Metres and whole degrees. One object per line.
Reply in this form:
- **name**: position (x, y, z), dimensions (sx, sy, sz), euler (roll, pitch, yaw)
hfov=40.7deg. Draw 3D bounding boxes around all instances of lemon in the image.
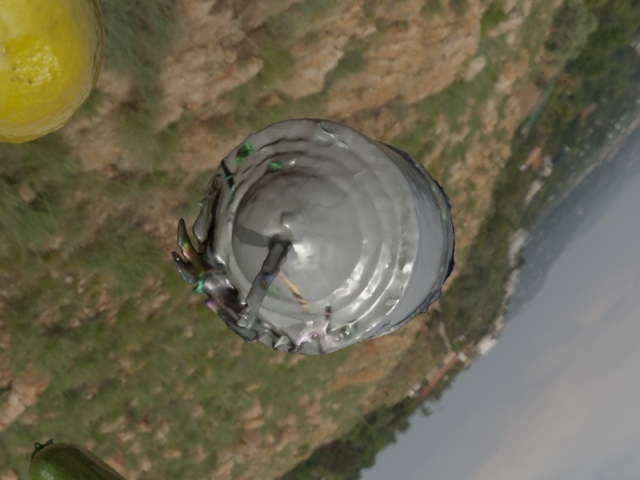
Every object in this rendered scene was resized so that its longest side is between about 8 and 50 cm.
- **lemon**: position (-0.431, -0.277, 1.156), dimensions (0.297, 0.297, 0.297), euler (-43, 168, -12)

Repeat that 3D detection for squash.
- **squash**: position (-0.302, 0.364, 1.168), dimensions (0.107, 0.395, 0.107), euler (-14, 113, -35)

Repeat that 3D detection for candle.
- **candle**: position (0.000, 0.000, 0.685), dimensions (0.187, 0.187, 0.330), euler (-48, 168, 11)
